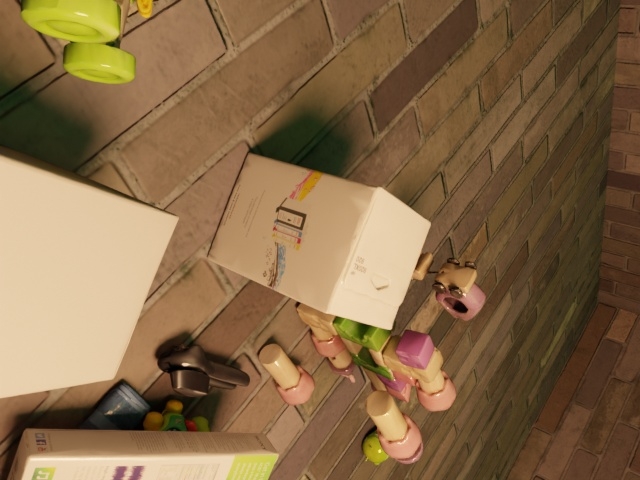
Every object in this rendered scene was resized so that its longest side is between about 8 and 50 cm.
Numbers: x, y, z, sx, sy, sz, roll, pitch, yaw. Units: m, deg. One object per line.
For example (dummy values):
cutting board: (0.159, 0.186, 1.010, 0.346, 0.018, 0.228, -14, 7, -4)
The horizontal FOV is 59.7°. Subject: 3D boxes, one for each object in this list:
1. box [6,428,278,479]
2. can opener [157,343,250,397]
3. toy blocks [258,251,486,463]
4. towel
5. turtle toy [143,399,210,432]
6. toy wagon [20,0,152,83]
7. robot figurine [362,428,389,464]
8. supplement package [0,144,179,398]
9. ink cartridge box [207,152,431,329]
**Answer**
box: (-0.234, 0.353, 0.708, 0.322, 0.058, 0.232, 16, 102, -35)
can opener: (-0.168, 0.196, 0.816, 0.186, 0.059, 0.073, 41, 46, -61)
toy blocks: (0.115, 0.206, 0.983, 0.309, 0.289, 0.260, -53, 136, -25)
towel: (-0.279, 0.246, 0.719, 0.119, 0.029, 0.067, -48, 137, -26)
turtle toy: (-0.205, 0.281, 0.785, 0.095, 0.066, 0.130, -70, 164, 10)
toy wagon: (-0.172, -0.265, 0.432, 0.068, 0.344, 0.267, 4, 91, -14)
robot figurine: (0.146, 0.481, 1.318, 0.115, 0.067, 0.101, -14, 125, -47)
supplement package: (-0.279, 0.008, 0.422, 0.175, 0.177, 0.293, -69, 162, -1)
ink cartridge box: (0.000, 0.000, 0.784, 0.171, 0.233, 0.168, 23, 88, -53)
